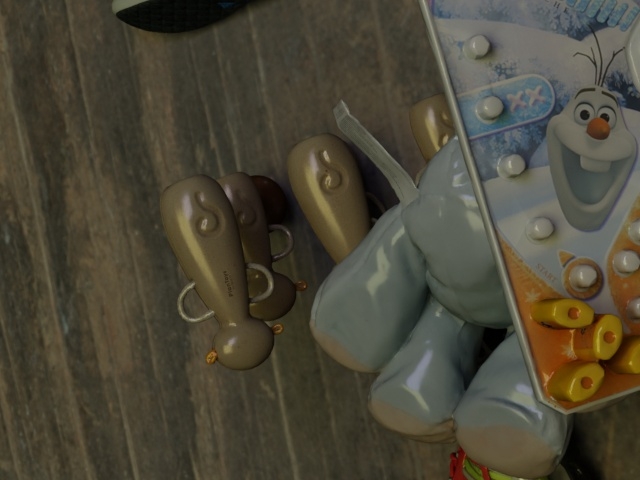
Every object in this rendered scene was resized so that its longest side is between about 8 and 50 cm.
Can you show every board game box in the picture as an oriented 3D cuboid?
[{"bbox_3d":[0.268,-0.131,0.904,0.390,0.050,0.390,-17,91,-11],"label":"board game box"}]

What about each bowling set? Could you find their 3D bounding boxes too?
[{"bbox_3d":[0.000,0.000,1.198,0.200,0.287,0.154,153,97,-75],"label":"bowling set"}]

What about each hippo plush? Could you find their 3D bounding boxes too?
[{"bbox_3d":[0.136,0.006,1.057,0.234,0.236,0.294,-27,90,37],"label":"hippo plush"}]

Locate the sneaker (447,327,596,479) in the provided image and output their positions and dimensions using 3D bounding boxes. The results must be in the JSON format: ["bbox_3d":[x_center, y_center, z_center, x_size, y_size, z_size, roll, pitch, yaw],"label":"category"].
[{"bbox_3d":[0.134,0.172,1.153,0.118,0.107,0.279,-31,76,40],"label":"sneaker"}]

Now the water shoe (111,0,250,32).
[{"bbox_3d":[-0.097,-0.246,1.279,0.203,0.073,0.080,-15,66,28],"label":"water shoe"}]
